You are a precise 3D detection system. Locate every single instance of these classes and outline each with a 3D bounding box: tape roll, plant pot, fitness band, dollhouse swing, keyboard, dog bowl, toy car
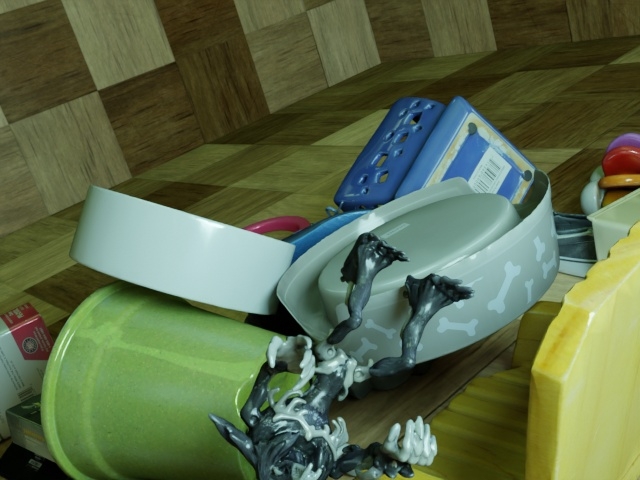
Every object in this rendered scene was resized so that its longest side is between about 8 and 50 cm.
[{"bbox_3d":[-0.182,0.012,1.026,0.286,0.100,0.286,16,0,0],"label":"tape roll"},{"bbox_3d":[0.204,-0.092,1.279,0.236,0.236,0.212,-58,23,-13],"label":"plant pot"},{"bbox_3d":[-0.146,0.028,1.655,0.291,0.054,0.209,-32,25,-31],"label":"fitness band"},{"bbox_3d":[0.200,0.121,0.774,0.347,0.305,0.315,-34,26,-35],"label":"dollhouse swing"},{"bbox_3d":[-0.149,0.195,0.958,0.254,0.276,0.276,6,29,29],"label":"plant pot"},{"bbox_3d":[-0.403,0.327,1.146,0.192,0.038,0.100,4,53,43],"label":"keyboard"},{"bbox_3d":[0.124,0.032,0.934,0.349,0.102,0.349,-23,14,6],"label":"dog bowl"},{"bbox_3d":[0.539,-0.116,1.340,0.159,0.136,0.182,-3,25,35],"label":"toy car"}]

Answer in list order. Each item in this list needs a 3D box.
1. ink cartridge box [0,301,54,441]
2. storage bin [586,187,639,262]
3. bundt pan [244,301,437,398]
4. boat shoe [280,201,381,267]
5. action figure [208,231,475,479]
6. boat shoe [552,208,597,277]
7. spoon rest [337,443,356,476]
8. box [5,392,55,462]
[{"bbox_3d":[-0.549,0.237,1.275,0.237,0.172,0.100,-28,22,-25],"label":"ink cartridge box"},{"bbox_3d":[0.559,-0.004,1.062,0.260,0.123,0.262,-25,21,-21],"label":"storage bin"},{"bbox_3d":[0.060,0.120,1.148,0.331,0.124,0.331,-16,21,6],"label":"bundt pan"},{"bbox_3d":[0.000,0.000,1.182,0.258,0.109,0.089,-15,17,1],"label":"boat shoe"},{"bbox_3d":[0.015,0.130,0.665,0.275,0.164,0.141,-59,10,-14],"label":"action figure"},{"bbox_3d":[0.354,-0.013,1.275,0.108,0.102,0.301,-30,24,-30],"label":"boat shoe"},{"bbox_3d":[-0.041,0.295,0.814,0.137,0.084,0.276,18,34,24],"label":"spoon rest"},{"bbox_3d":[-0.309,0.246,1.142,0.183,0.056,0.231,8,21,38],"label":"box"}]
